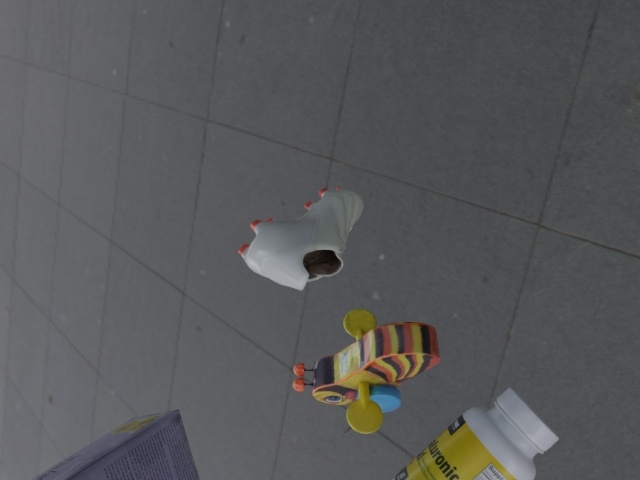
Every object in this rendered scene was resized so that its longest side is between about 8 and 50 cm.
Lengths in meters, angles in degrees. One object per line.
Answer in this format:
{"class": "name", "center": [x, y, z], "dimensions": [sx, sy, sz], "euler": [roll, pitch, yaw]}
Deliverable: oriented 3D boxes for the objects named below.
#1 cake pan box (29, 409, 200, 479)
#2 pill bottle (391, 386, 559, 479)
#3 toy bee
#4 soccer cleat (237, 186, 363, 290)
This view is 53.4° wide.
{"class": "cake pan box", "center": [-0.166, 0.309, 0.527], "dimensions": [0.070, 0.246, 0.267], "euler": [-17, 92, 22]}
{"class": "pill bottle", "center": [0.111, 0.162, 0.456], "dimensions": [0.116, 0.065, 0.065], "euler": [-44, 56, 5]}
{"class": "toy bee", "center": [0.047, 0.220, 0.989], "dimensions": [0.195, 0.162, 0.298], "euler": [-107, 36, -56]}
{"class": "soccer cleat", "center": [0.000, 0.000, 0.618], "dimensions": [0.076, 0.196, 0.068], "euler": [36, 120, 16]}
